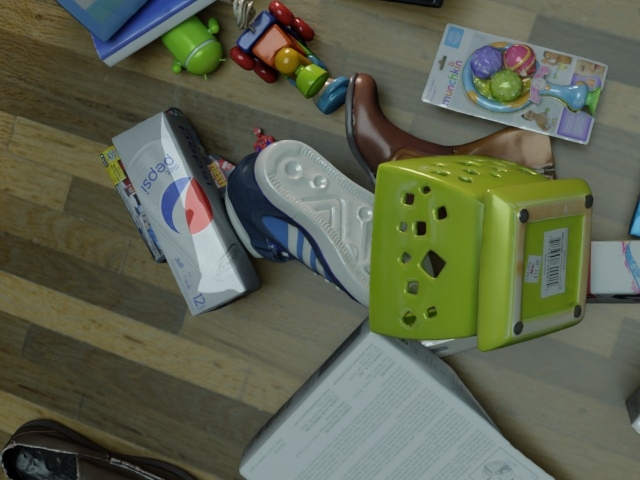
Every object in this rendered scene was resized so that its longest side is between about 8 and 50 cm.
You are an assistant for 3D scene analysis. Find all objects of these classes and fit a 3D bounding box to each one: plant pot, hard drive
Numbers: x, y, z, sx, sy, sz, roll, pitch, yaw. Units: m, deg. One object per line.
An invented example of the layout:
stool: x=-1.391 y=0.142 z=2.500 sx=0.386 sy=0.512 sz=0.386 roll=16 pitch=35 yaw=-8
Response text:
plant pot: x=0.212 y=0.015 z=1.285 sx=0.207 sy=0.227 sz=0.228 roll=12 pitch=105 yaw=47
hard drive: x=-0.222 y=-0.427 z=1.533 sx=0.319 sy=0.040 sz=0.210 roll=-29 pitch=62 yaw=12

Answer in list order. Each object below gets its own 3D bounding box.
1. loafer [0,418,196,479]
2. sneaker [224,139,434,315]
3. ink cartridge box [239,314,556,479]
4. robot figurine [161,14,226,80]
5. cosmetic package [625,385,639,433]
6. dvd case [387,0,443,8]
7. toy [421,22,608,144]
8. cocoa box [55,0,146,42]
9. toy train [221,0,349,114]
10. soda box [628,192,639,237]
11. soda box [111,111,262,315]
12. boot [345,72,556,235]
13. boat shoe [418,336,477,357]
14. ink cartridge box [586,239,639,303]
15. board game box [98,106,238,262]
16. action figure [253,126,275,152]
loafer: x=-0.340 y=0.392 z=1.558 sx=0.366 sy=0.130 sz=0.134 roll=17 pitch=95 yaw=13
sneaker: x=-0.001 y=0.000 z=1.460 sx=0.323 sy=0.236 sz=0.130 roll=43 pitch=67 yaw=-8
ink cartridge box: x=0.124 y=0.330 z=1.463 sx=0.385 sy=0.091 sz=0.308 roll=39 pitch=110 yaw=-7
robot figurine: x=-0.196 y=-0.300 z=1.548 sx=0.101 sy=0.067 sz=0.115 roll=-44 pitch=81 yaw=15
cosmetic package: x=0.569 y=0.135 z=1.305 sx=0.155 sy=0.197 sz=0.365 roll=40 pitch=98 yaw=11
dvd case: x=0.099 y=-0.429 z=1.435 sx=0.253 sy=0.022 sz=0.180 roll=21 pitch=97 yaw=44
toy: x=0.275 y=-0.230 z=1.412 sx=0.237 sy=0.056 sz=0.137 roll=18 pitch=68 yaw=6
cocoa box: x=-0.299 y=-0.507 z=1.436 sx=0.347 sy=0.231 sz=0.228 roll=-45 pitch=57 yaw=2
toy train: x=-0.049 y=-0.255 z=1.414 sx=0.143 sy=0.248 sz=0.105 roll=45 pitch=100 yaw=16
soda box: x=0.485 y=-0.099 z=1.386 sx=0.071 sy=0.067 sz=0.210 roll=17 pitch=94 yaw=13
soda box: x=-0.192 y=-0.039 z=1.474 sx=0.091 sy=0.098 sz=0.286 roll=-26 pitch=86 yaw=11
boot: x=0.186 y=-0.135 z=1.445 sx=0.280 sy=0.096 sz=0.264 roll=-12 pitch=87 yaw=13
boat shoe: x=0.145 y=0.136 z=1.478 sx=0.184 sy=0.066 sz=0.063 roll=-18 pitch=54 yaw=19
ink cartridge box: x=0.421 y=0.043 z=1.347 sx=0.175 sy=0.127 sz=0.072 roll=-1 pitch=80 yaw=29
board game box: x=-0.209 y=-0.096 z=1.558 sx=0.194 sy=0.060 sz=0.194 roll=-30 pitch=84 yaw=11
action figure: x=-0.075 y=-0.120 z=1.542 sx=0.038 sy=0.030 sz=0.115 roll=-27 pitch=83 yaw=17
